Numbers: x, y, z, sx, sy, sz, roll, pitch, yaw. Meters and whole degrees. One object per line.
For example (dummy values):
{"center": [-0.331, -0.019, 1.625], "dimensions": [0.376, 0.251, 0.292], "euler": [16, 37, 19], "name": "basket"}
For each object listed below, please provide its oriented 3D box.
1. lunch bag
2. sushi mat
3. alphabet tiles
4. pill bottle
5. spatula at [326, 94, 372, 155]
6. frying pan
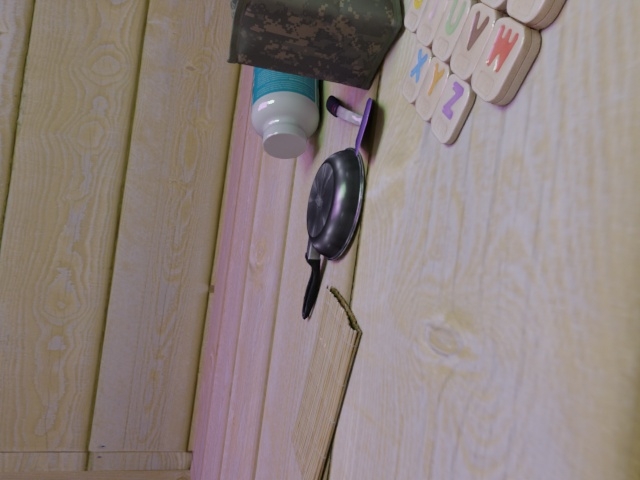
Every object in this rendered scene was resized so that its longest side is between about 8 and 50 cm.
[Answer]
{"center": [-0.018, -0.407, 0.765], "dimensions": [0.169, 0.236, 0.286], "euler": [125, 148, -61], "name": "lunch bag"}
{"center": [0.001, 0.244, 0.794], "dimensions": [0.151, 0.019, 0.316], "euler": [-125, 46, -67], "name": "sushi mat"}
{"center": [0.156, -0.257, 0.511], "dimensions": [0.284, 0.021, 0.277], "euler": [-104, 28, -51], "name": "alphabet tiles"}
{"center": [-0.075, -0.310, 1.054], "dimensions": [0.146, 0.146, 0.263], "euler": [128, 146, -58], "name": "pill bottle"}
{"center": [0.044, -0.217, 0.832], "dimensions": [0.296, 0.031, 0.084], "euler": [-118, 40, -62], "name": "spatula"}
{"center": [-0.002, -0.024, 0.877], "dimensions": [0.326, 0.053, 0.197], "euler": [120, 153, -44], "name": "frying pan"}
